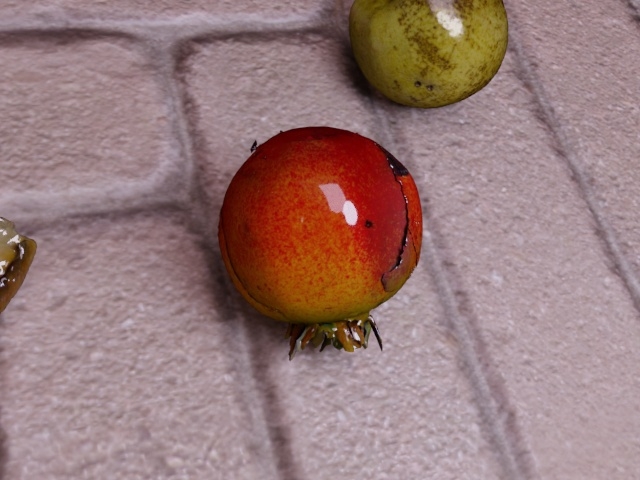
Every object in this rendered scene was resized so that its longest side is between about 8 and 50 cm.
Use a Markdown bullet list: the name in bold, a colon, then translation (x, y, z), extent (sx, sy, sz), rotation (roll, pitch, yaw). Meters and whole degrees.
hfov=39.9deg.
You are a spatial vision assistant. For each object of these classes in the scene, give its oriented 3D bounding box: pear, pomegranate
- **pear**: translation (0.140, -0.253, 1.096), extent (0.197, 0.197, 0.197), rotation (8, 59, -14)
- **pomegranate**: translation (0.000, 0.000, 0.893), extent (0.210, 0.210, 0.235), rotation (-6, 90, -21)

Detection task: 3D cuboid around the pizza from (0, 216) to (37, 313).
- **pizza**: translation (-0.503, 0.101, 0.741), extent (0.434, 0.080, 0.392), rotation (12, 58, -10)
